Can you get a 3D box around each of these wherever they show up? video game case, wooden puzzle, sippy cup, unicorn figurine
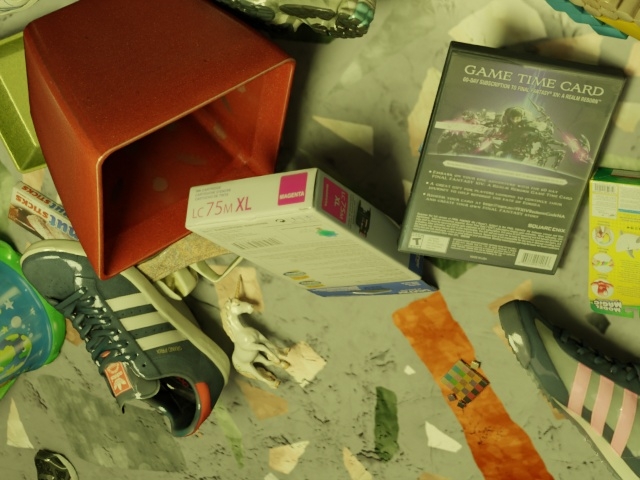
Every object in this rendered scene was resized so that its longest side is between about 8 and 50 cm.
[{"bbox_3d":[0.211,-0.086,1.395,0.196,0.026,0.274,9,125,-5],"label":"video game case"},{"bbox_3d":[0.192,0.189,1.634,0.049,0.006,0.083,40,130,4],"label":"wooden puzzle"},{"bbox_3d":[-0.556,0.153,1.905,0.240,0.224,0.306,-14,110,36],"label":"sippy cup"},{"bbox_3d":[-0.097,0.147,1.741,0.111,0.060,0.162,26,127,13],"label":"unicorn figurine"}]

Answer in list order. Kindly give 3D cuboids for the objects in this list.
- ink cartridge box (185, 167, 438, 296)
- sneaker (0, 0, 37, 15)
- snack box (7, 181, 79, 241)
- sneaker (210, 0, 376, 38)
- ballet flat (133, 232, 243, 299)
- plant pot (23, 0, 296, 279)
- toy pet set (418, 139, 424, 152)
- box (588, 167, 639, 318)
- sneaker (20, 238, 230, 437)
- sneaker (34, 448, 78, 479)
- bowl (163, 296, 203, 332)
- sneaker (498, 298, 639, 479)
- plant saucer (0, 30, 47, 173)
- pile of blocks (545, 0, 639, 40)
[{"bbox_3d":[0.000,0.000,1.516,0.185,0.065,0.311,-6,156,32],"label":"ink cartridge box"},{"bbox_3d":[-0.487,-0.332,1.634,0.296,0.131,0.112,-12,109,33],"label":"sneaker"},{"bbox_3d":[-0.390,-0.017,1.836,0.178,0.022,0.064,31,127,11],"label":"snack box"},{"bbox_3d":[-0.033,-0.310,1.419,0.283,0.110,0.122,17,82,40],"label":"sneaker"},{"bbox_3d":[-0.191,0.024,1.697,0.316,0.107,0.106,-22,112,39],"label":"ballet flat"},{"bbox_3d":[-0.217,-0.160,1.481,0.236,0.267,0.267,50,153,21],"label":"plant pot"},{"bbox_3d":[0.179,-0.098,1.431,0.114,0.065,0.122,39,129,4],"label":"toy pet set"},{"bbox_3d":[0.363,0.009,1.405,0.105,0.043,0.179,9,119,25],"label":"box"},{"bbox_3d":[-0.274,0.141,1.671,0.350,0.148,0.131,39,134,-21],"label":"sneaker"},{"bbox_3d":[-0.462,0.450,2.124,0.072,0.077,0.178,0,117,29],"label":"sneaker"},{"bbox_3d":[-0.252,0.140,1.833,0.142,0.053,0.142,-20,108,38],"label":"bowl"},{"bbox_3d":[0.353,0.172,1.484,0.131,0.112,0.319,-40,97,23],"label":"sneaker"},{"bbox_3d":[-0.389,-0.202,1.710,0.188,0.045,0.188,-12,111,34],"label":"plant saucer"},{"bbox_3d":[0.255,-0.308,1.253,0.362,0.149,0.113,30,86,0],"label":"pile of blocks"}]
